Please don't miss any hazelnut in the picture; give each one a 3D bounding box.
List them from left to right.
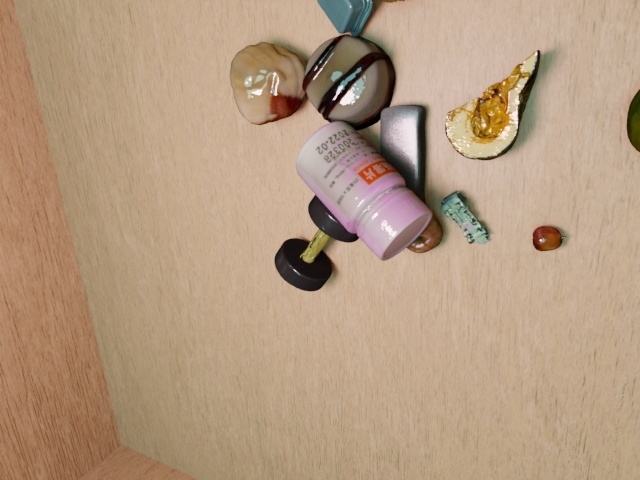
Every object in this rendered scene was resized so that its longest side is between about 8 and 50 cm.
[{"bbox_3d":[-0.171,-0.502,1.395,0.260,0.241,0.261,0,100,0],"label":"hazelnut"}]

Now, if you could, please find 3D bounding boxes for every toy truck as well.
[{"bbox_3d":[0.433,-0.068,1.286,0.175,0.081,0.067,44,125,-13],"label":"toy truck"}]

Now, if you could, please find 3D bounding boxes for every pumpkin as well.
[{"bbox_3d":[0.437,-0.355,1.136,0.190,0.139,0.281,19,114,22],"label":"pumpkin"}]

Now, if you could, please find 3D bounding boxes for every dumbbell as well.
[{"bbox_3d":[0.000,0.000,1.466,0.203,0.203,0.322,42,122,11],"label":"dumbbell"}]

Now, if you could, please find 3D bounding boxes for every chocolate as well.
[{"bbox_3d":[0.065,-0.464,1.278,0.283,0.186,0.284,10,112,27],"label":"chocolate"}]

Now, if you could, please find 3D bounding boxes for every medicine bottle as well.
[{"bbox_3d":[0.120,-0.144,1.253,0.388,0.219,0.219,50,124,21],"label":"medicine bottle"}]

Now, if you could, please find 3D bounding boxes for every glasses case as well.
[{"bbox_3d":[0.251,-0.242,1.316,0.131,0.074,0.324,6,110,30],"label":"glasses case"}]

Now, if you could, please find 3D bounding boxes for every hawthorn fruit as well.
[{"bbox_3d":[0.622,-0.005,1.194,0.077,0.077,0.077,10,112,26],"label":"hawthorn fruit"}]

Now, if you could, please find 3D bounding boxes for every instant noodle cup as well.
[{"bbox_3d":[0.059,-0.681,1.230,0.179,0.070,0.157,57,162,2],"label":"instant noodle cup"}]

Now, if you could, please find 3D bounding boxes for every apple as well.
[{"bbox_3d":[0.310,-0.026,1.338,0.125,0.102,0.126,9,122,14],"label":"apple"}]

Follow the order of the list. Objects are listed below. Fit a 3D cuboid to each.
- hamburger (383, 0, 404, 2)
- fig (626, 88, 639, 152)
[{"bbox_3d":[0.187,-0.715,1.133,0.185,0.131,0.159,43,145,5],"label":"hamburger"},{"bbox_3d":[0.796,-0.300,0.944,0.195,0.195,0.245,31,85,17],"label":"fig"}]
